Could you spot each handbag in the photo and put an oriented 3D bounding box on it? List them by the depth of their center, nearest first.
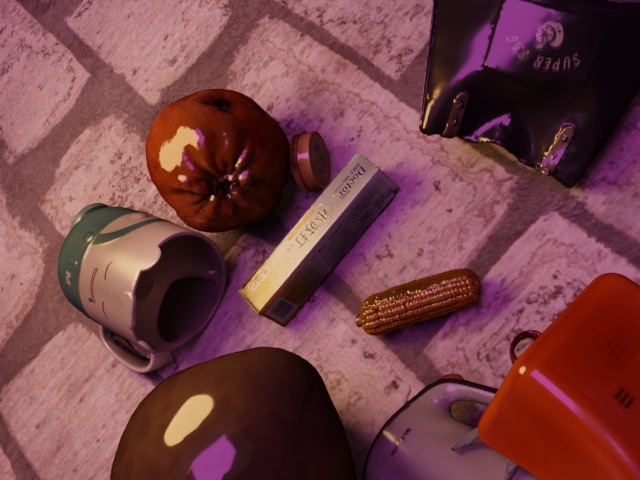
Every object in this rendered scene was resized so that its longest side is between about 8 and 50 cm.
[{"bbox_3d":[0.308,-0.251,1.206,0.342,0.152,0.288,20,93,8],"label":"handbag"}]

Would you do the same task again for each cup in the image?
[{"bbox_3d":[-0.327,0.091,1.450,0.257,0.219,0.290,20,114,35],"label":"cup"}]

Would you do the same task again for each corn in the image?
[{"bbox_3d":[0.147,0.093,1.248,0.207,0.068,0.068,-22,62,21],"label":"corn"}]

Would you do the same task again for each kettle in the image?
[{"bbox_3d":[0.204,0.309,1.083,0.255,0.165,0.240,26,74,38],"label":"kettle"}]

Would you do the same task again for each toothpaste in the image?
[{"bbox_3d":[0.000,0.000,1.358,0.313,0.089,0.071,-50,50,5],"label":"toothpaste"}]

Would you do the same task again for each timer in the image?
[{"bbox_3d":[0.370,0.199,0.984,0.250,0.161,0.257,39,55,22],"label":"timer"}]

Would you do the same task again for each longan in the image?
[{"bbox_3d":[-0.115,0.325,1.119,0.336,0.404,0.405,20,80,-1],"label":"longan"}]

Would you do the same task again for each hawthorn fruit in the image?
[{"bbox_3d":[-0.177,-0.140,1.420,0.258,0.262,0.258,-1,94,-9],"label":"hawthorn fruit"}]

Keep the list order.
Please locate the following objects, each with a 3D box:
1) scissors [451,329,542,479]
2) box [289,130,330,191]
[{"bbox_3d":[0.273,0.213,1.072,0.144,0.017,0.247,22,45,34],"label":"scissors"},{"bbox_3d":[-0.017,-0.137,1.410,0.037,0.105,0.106,-8,67,21],"label":"box"}]
